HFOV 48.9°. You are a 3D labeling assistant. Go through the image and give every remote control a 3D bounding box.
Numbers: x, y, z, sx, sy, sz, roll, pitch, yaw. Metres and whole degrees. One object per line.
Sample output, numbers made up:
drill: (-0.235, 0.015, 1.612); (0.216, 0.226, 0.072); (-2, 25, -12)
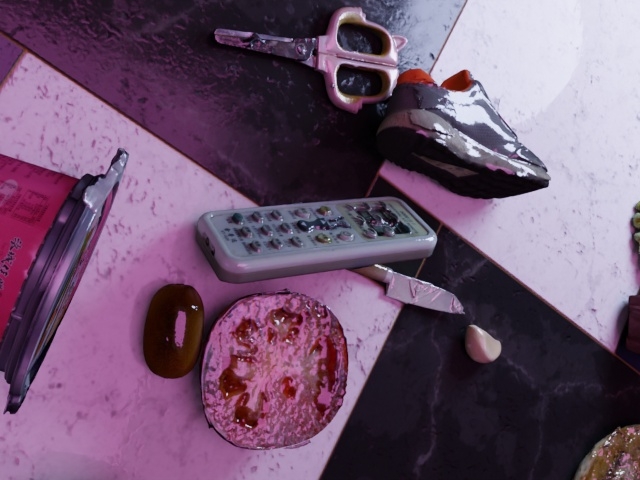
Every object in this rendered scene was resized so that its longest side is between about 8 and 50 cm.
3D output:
remote control: (0.000, 0.000, 0.983); (0.336, 0.128, 0.065); (-6, 126, -29)

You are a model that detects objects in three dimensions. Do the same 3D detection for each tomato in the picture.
tomato: (-0.073, 0.172, 0.963); (0.225, 0.085, 0.224); (-1, 93, -26)

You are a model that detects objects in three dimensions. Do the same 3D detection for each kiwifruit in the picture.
kiwifruit: (-0.188, 0.117, 0.904); (0.075, 0.075, 0.124); (9, 91, -29)

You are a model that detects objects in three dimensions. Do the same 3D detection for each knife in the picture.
knife: (0.115, 0.068, 1.103); (0.298, 0.017, 0.047); (20, 82, -28)

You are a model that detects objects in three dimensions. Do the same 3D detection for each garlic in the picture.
garlic: (0.272, 0.179, 1.185); (0.083, 0.041, 0.053); (29, 64, -35)

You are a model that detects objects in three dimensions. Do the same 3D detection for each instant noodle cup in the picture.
instant noodle cup: (-0.343, 0.010, 0.732); (0.182, 0.258, 0.302); (23, 79, -13)

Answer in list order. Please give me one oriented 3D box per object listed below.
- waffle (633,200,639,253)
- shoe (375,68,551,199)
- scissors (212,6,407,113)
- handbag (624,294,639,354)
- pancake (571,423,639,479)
waffle: (0.717, -0.016, 1.419); (0.214, 0.054, 0.207); (-16, 96, -26)
shoe: (0.230, -0.178, 1.111); (0.337, 0.132, 0.170); (17, 69, -33)
scissors: (-0.005, -0.271, 1.021); (0.318, 0.024, 0.160); (1, 92, -30)
handbag: (0.703, 0.162, 1.365); (0.225, 0.146, 0.135); (0, 94, -27)
pancake: (0.605, 0.521, 1.369); (0.356, 0.065, 0.355); (-2, 94, -30)
